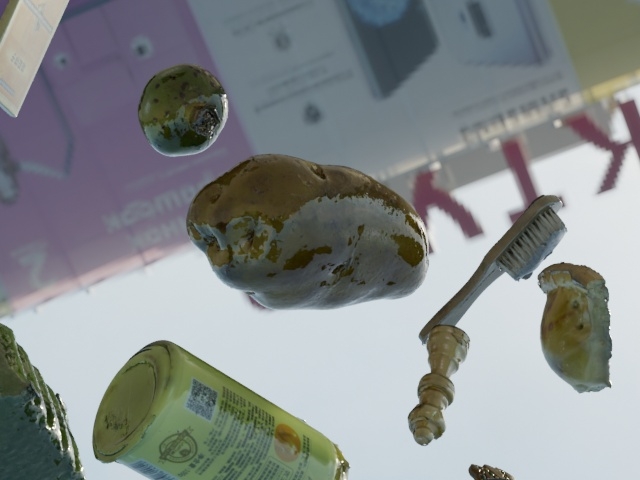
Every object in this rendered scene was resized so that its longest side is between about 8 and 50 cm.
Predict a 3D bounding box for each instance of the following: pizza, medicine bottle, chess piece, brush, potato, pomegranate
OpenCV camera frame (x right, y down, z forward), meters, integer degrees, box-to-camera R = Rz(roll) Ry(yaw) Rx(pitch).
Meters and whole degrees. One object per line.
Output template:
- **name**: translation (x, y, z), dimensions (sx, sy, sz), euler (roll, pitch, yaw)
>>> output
- **pizza**: translation (0.341, 0.117, 2.038), dimensions (0.080, 0.188, 0.204), euler (-13, 172, -8)
- **medicine bottle**: translation (-0.082, 0.192, 1.363), dimensions (0.124, 0.239, 0.124), euler (-36, -144, 31)
- **chess piece**: translation (0.142, 0.183, 1.851), dimensions (0.060, 0.060, 0.172), euler (-14, -144, 32)
- **brush**: translation (0.267, 0.062, 2.298), dimensions (0.070, 0.065, 0.327), euler (-1, 138, -52)
- **potato**: translation (0.000, 0.000, 1.966), dimensions (0.369, 0.196, 0.176), euler (12, 172, -37)
- **pomegranate**: translation (-0.175, -0.168, 1.963), dimensions (0.130, 0.130, 0.130), euler (-22, -166, 6)

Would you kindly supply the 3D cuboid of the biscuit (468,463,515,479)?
- **biscuit**: translation (0.250, 0.343, 2.106), dimensions (0.092, 0.082, 0.016), euler (-4, 138, -49)

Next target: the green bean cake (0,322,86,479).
- **green bean cake**: translation (-0.418, 0.228, 1.699), dimensions (0.247, 0.250, 0.156), euler (-27, -135, -6)

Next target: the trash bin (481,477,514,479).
- **trash bin**: translation (0.216, 0.385, 1.851), dimensions (0.175, 0.175, 0.161), euler (-15, -149, 30)

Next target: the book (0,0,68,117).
- **book**: translation (-0.445, -0.321, 2.279), dimensions (0.018, 0.242, 0.170), euler (20, 171, 12)
